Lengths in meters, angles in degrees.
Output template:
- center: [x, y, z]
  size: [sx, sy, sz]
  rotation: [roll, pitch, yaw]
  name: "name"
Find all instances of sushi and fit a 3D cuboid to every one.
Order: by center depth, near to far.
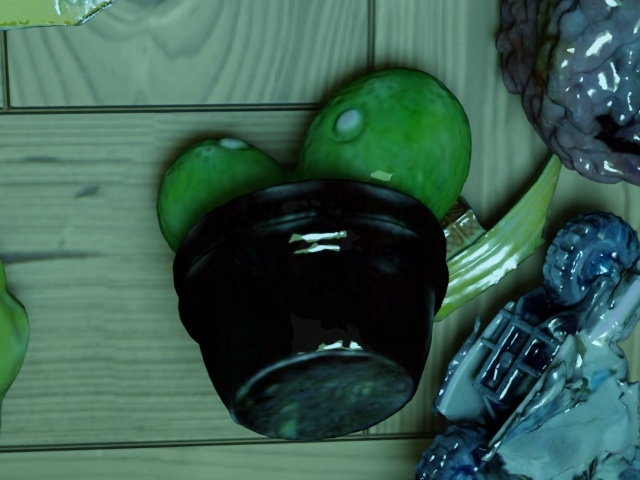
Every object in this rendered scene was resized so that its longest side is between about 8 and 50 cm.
- center: [0.257, -0.135, 1.010]
  size: [0.270, 0.171, 0.236]
  rotation: [-2, 106, -10]
  name: "sushi"

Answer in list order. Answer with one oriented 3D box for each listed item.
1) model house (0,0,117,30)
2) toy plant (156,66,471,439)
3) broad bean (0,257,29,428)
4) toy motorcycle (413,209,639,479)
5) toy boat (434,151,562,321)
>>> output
- center: [-0.174, -0.222, 0.961]
  size: [0.207, 0.136, 0.219]
  rotation: [4, 106, -8]
  name: "model house"
- center: [0.000, 0.000, 1.017]
  size: [0.218, 0.235, 0.175]
  rotation: [-12, 147, 7]
  name: "toy plant"
- center: [-0.328, 0.102, 1.050]
  size: [0.291, 0.119, 0.238]
  rotation: [-28, 107, 4]
  name: "broad bean"
- center: [0.182, 0.114, 1.110]
  size: [0.204, 0.108, 0.239]
  rotation: [32, 105, -37]
  name: "toy motorcycle"
- center: [0.106, 0.001, 1.094]
  size: [0.172, 0.065, 0.066]
  rotation: [-37, 87, 4]
  name: "toy boat"
